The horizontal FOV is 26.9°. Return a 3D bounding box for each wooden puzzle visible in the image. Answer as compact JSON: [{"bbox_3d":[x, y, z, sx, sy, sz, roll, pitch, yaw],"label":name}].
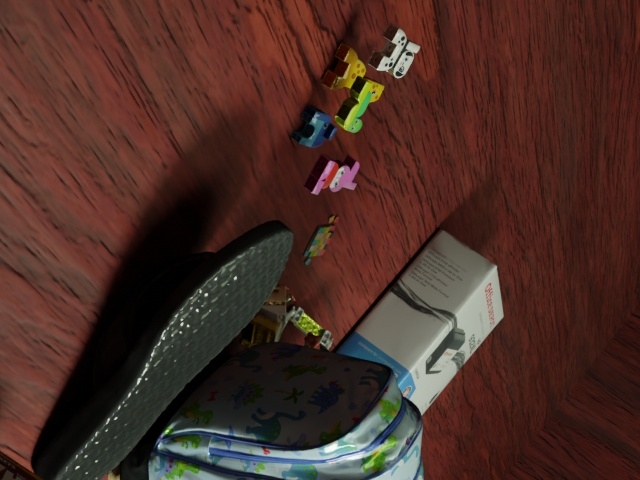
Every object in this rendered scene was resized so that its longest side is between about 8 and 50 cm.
[{"bbox_3d":[0.000,0.000,1.918,0.049,0.006,0.083,-7,127,-59],"label":"wooden puzzle"}]

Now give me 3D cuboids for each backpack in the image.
[{"bbox_3d":[-0.038,0.266,1.738,0.290,0.355,0.273,-37,144,-51],"label":"backpack"}]

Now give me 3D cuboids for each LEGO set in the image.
[{"bbox_3d":[0.047,-0.169,1.683,0.093,0.087,0.227,13,110,-48],"label":"LEGO set"},{"bbox_3d":[-0.032,0.125,1.908,0.287,0.132,0.107,56,51,-41],"label":"LEGO set"}]

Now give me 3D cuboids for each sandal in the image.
[{"bbox_3d":[-0.209,0.125,1.604,0.446,0.107,0.167,-48,159,15],"label":"sandal"}]

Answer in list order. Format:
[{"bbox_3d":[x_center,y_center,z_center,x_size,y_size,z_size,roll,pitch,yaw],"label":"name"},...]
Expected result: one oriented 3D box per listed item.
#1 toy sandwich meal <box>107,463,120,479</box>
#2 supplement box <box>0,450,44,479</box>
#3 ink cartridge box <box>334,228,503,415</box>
[{"bbox_3d":[-0.260,0.283,1.779,0.085,0.029,0.085,-47,162,-20],"label":"toy sandwich meal"},{"bbox_3d":[-0.372,0.335,1.389,0.194,0.129,0.191,-52,-163,-1],"label":"supplement box"},{"bbox_3d":[0.171,0.166,2.297,0.307,0.129,0.223,-49,155,-14],"label":"ink cartridge box"}]
